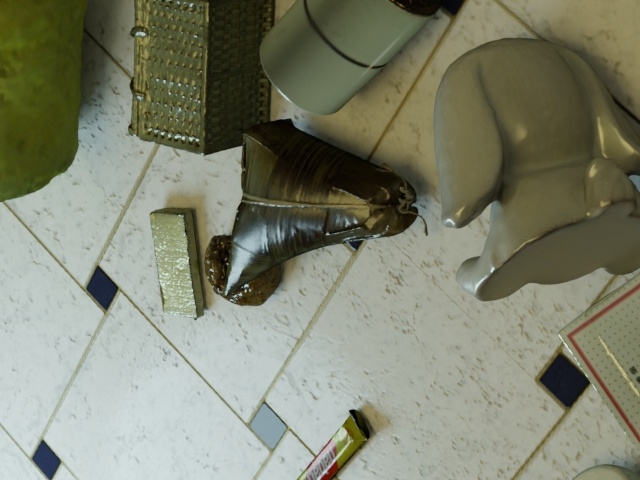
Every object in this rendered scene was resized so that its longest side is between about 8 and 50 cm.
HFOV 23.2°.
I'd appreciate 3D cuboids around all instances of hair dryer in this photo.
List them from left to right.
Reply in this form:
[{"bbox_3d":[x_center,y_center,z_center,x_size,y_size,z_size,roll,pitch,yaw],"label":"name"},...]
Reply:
[{"bbox_3d":[-0.021,-0.348,1.825,0.203,0.128,0.362,-43,68,39],"label":"hair dryer"}]

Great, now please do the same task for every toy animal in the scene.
[{"bbox_3d":[0.230,-0.097,1.643,0.206,0.271,0.265,109,148,-59],"label":"toy animal"}]

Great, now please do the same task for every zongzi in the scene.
[{"bbox_3d":[0.000,0.000,1.895,0.247,0.111,0.241,25,113,29],"label":"zongzi"}]

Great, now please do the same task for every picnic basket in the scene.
[{"bbox_3d":[-0.159,-0.223,1.947,0.154,0.134,0.196,16,113,35],"label":"picnic basket"}]

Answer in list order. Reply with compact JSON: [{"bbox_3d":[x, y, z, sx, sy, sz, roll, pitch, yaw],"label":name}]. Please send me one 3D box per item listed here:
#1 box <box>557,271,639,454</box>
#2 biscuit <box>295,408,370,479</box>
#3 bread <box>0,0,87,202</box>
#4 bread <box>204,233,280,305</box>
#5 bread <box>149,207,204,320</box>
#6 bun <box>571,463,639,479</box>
[{"bbox_3d":[0.429,0.089,1.603,0.330,0.095,0.210,-42,76,37],"label":"box"},{"bbox_3d":[-0.017,0.325,2.064,0.292,0.026,0.048,-54,50,35],"label":"biscuit"},{"bbox_3d":[-0.470,-0.227,2.070,0.348,0.348,0.308,14,120,35],"label":"bread"},{"bbox_3d":[-0.107,0.045,2.030,0.113,0.060,0.082,19,111,31],"label":"bread"},{"bbox_3d":[-0.193,0.031,2.114,0.068,0.028,0.154,3,106,38],"label":"bread"},{"bbox_3d":[0.332,0.325,1.753,0.138,0.094,0.138,-31,49,43],"label":"bun"}]
